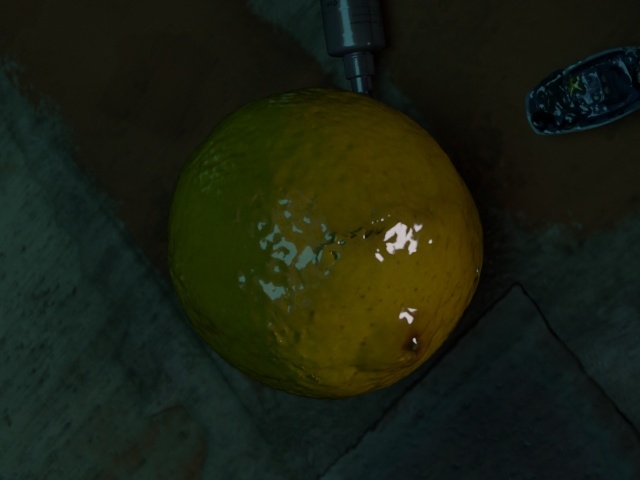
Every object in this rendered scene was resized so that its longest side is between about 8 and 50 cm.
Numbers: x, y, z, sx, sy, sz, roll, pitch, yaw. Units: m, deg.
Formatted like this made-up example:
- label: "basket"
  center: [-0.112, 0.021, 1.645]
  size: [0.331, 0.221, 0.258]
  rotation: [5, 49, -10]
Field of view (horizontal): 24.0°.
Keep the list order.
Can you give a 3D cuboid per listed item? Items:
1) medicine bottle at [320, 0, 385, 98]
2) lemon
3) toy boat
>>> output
- label: "medicine bottle"
  center: [0.029, -0.209, 1.394]
  size: [0.057, 0.057, 0.199]
  rotation: [-10, 89, 32]
- label: "lemon"
  center: [0.001, 0.001, 1.303]
  size: [0.293, 0.293, 0.293]
  rotation: [2, 95, 32]
- label: "toy boat"
  center: [0.235, -0.128, 1.269]
  size: [0.137, 0.061, 0.060]
  rotation: [-16, 85, 31]
